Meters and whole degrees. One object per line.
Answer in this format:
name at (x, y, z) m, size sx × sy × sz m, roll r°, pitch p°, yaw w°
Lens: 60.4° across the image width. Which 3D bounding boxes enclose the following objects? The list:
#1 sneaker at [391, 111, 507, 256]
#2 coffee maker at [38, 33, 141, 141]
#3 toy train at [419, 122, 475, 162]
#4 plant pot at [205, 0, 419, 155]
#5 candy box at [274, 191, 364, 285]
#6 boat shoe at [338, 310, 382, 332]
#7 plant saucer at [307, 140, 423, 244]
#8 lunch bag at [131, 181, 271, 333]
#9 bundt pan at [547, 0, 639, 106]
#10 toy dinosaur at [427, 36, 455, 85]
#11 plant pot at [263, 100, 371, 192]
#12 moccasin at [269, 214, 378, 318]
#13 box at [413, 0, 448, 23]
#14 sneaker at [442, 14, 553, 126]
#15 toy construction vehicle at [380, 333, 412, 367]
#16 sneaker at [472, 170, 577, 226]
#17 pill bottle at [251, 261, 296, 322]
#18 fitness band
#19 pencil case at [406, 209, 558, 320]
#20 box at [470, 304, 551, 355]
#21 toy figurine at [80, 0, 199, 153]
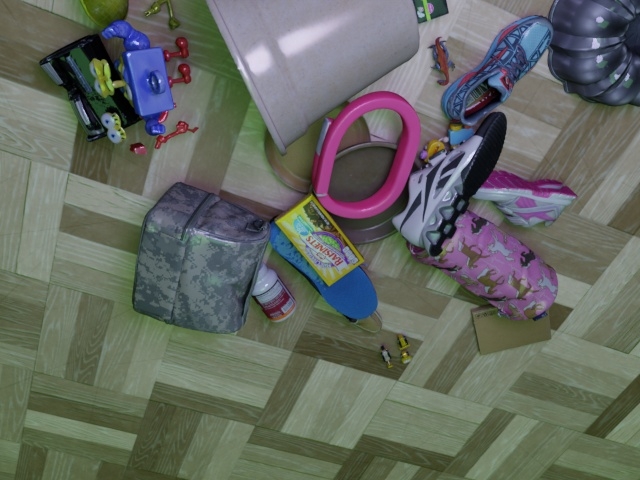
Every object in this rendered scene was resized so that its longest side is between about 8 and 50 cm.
sneaker at (0.264, -0.142, 1.162) m, size 0.331 × 0.146 × 0.122 m, roll -57°, pitch 146°, yaw 1°
coffee maker at (-0.438, -0.316, 1.104) m, size 0.171 × 0.120 × 0.178 m, roll -32°, pitch 123°, yaw -15°
toy train at (0.288, -0.195, 1.228) m, size 0.125 × 0.046 × 0.166 m, roll 33°, pitch 114°, yaw -30°
plant pot at (-0.007, -0.368, 0.978) m, size 0.305 × 0.334 × 0.334 m, roll -26°, pitch 120°, yaw 0°
candy box at (0.000, 0.000, 1.229) m, size 0.105 × 0.027 × 0.206 m, roll -35°, pitch 113°, yaw 10°
boat shoe at (0.091, 0.197, 1.444) m, size 0.190 × 0.072 × 0.068 m, roll 36°, pitch 114°, yaw -21°
plant saucer at (0.103, -0.108, 1.248) m, size 0.277 × 0.041 × 0.278 m, roll -7°, pitch 131°, yaw -8°
lunch bag at (-0.263, 0.055, 1.251) m, size 0.255 × 0.213 × 0.305 m, roll 20°, pitch 119°, yaw 0°
bundt pan at (0.619, -0.406, 1.058) m, size 0.330 × 0.124 × 0.331 m, roll -1°, pitch 121°, yaw -2°
toy dinosaur at (0.242, -0.357, 1.113) m, size 0.047 × 0.090 × 0.082 m, roll -14°, pitch 90°, yaw 24°
plant pot at (-0.007, -0.215, 1.212) m, size 0.236 × 0.032 × 0.237 m, roll -1°, pitch 122°, yaw -2°
moccasin at (0.016, 0.048, 1.331) m, size 0.137 × 0.117 × 0.342 m, roll -39°, pitch 111°, yaw 8°
box at (0.203, -0.468, 1.049) m, size 0.062 × 0.052 × 0.083 m, roll -17°, pitch 119°, yaw 9°
sneaker at (0.367, -0.325, 1.099) m, size 0.104 × 0.125 × 0.262 m, roll 34°, pitch 115°, yaw -21°
toy construction vehicle at (0.212, 0.311, 1.546) m, size 0.085 × 0.035 × 0.098 m, roll -26°, pitch 122°, yaw 1°
sneaker at (0.454, -0.085, 1.263) m, size 0.252 × 0.103 × 0.111 m, roll 9°, pitch 119°, yaw -7°
pill bottle at (-0.131, 0.127, 1.388) m, size 0.086 × 0.086 × 0.152 m, roll -25°, pitch 118°, yaw 13°
fitness band at (0.093, -0.167, 1.128) m, size 0.208 × 0.054 × 0.291 m, roll -1°, pitch 129°, yaw -20°
pencil case at (0.387, 0.051, 1.317) m, size 0.386 × 0.167 × 0.160 m, roll 32°, pitch 151°, yaw -19°
box at (0.525, 0.231, 1.508) m, size 0.201 × 0.021 × 0.165 m, roll -15°, pitch 121°, yaw 7°
toy figurine at (-0.299, -0.321, 0.979) m, size 0.191 × 0.217 × 0.363 m, roll -16°, pitch 117°, yaw -26°
